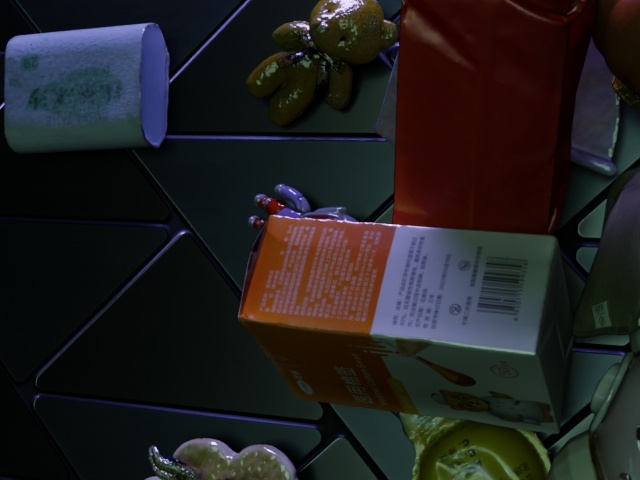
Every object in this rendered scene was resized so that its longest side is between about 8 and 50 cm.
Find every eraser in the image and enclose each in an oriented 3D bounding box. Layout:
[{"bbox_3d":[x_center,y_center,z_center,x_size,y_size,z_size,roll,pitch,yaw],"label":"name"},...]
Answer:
[{"bbox_3d":[-0.330,-0.210,1.511,0.226,0.081,0.174,-1,85,20],"label":"eraser"}]

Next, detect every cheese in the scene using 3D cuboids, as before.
[{"bbox_3d":[0.171,0.259,1.276,0.177,0.069,0.270,-39,66,10],"label":"cheese"}]

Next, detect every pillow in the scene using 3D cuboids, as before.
[{"bbox_3d":[0.342,0.008,1.194,0.033,0.130,0.218,28,70,-20],"label":"pillow"}]

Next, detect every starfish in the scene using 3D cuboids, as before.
[{"bbox_3d":[-0.162,0.358,1.345,0.208,0.053,0.176,18,91,25],"label":"starfish"}]

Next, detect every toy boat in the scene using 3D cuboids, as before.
[{"bbox_3d":[0.218,-0.227,1.296,0.293,0.111,0.276,5,95,13],"label":"toy boat"}]

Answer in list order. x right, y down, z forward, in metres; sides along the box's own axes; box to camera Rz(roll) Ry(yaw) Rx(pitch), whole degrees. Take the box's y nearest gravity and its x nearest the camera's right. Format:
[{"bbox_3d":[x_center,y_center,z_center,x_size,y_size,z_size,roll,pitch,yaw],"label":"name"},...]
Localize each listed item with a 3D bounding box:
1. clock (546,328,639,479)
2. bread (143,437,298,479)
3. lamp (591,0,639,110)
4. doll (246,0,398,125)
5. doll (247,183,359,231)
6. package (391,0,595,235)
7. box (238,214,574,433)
[{"bbox_3d":[0.434,0.229,1.129,0.325,0.184,0.342,30,90,26],"label":"clock"},{"bbox_3d":[-0.119,0.407,1.380,0.316,0.054,0.316,-2,85,22],"label":"bread"},{"bbox_3d":[0.398,-0.230,1.163,0.223,0.223,0.196,49,132,18],"label":"lamp"},{"bbox_3d":[-0.007,-0.237,1.385,0.209,0.097,0.137,-43,77,17],"label":"doll"},{"bbox_3d":[0.000,0.000,1.365,0.227,0.075,0.102,22,107,31],"label":"doll"},{"bbox_3d":[0.187,-0.128,1.198,0.195,0.123,0.424,12,117,20],"label":"package"},{"bbox_3d":[0.102,0.095,1.221,0.341,0.225,0.143,5,61,22],"label":"box"}]
